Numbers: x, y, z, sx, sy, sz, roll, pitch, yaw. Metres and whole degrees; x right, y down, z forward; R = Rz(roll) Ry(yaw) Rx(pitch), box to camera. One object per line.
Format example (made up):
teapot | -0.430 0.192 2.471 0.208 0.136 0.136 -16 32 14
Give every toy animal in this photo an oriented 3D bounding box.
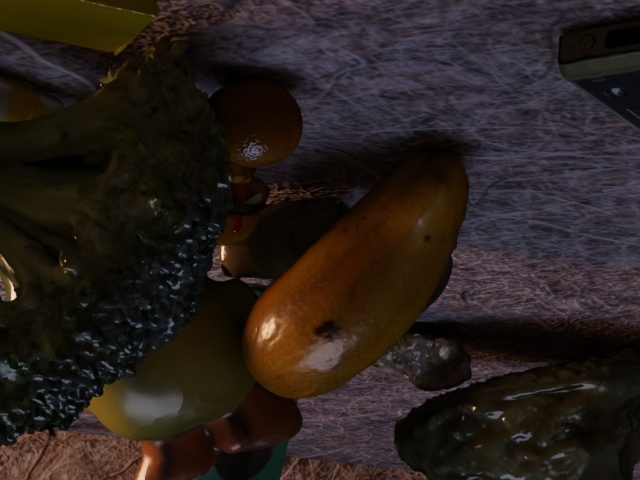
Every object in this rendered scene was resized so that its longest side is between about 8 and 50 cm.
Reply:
toy animal | -0.168 0.087 1.714 0.216 0.338 0.191 -26 -165 1

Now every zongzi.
zongzi | 0.000 0.000 1.815 0.160 0.078 0.176 -8 171 39

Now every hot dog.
hot dog | -0.138 -0.045 1.569 0.250 0.104 0.076 1 169 -40

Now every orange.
orange | -0.056 -0.098 1.447 0.085 0.085 0.085 4 165 1

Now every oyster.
oyster | 0.129 0.159 2.369 0.163 0.081 0.191 11 161 -6

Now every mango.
mango | 0.044 0.036 1.635 0.295 0.120 0.177 -43 -176 20

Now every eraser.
eraser | -0.186 -0.175 1.245 0.122 0.045 0.097 11 163 -25

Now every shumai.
shumai | 0.313 0.326 2.348 0.397 0.323 0.324 -16 171 18

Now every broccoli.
broccoli | -0.238 -0.068 1.340 0.275 0.397 0.353 -42 167 26

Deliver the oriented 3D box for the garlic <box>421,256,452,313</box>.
garlic | 0.084 0.045 1.868 0.266 0.128 0.148 -26 -173 -40

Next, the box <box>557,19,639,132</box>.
box | 0.337 -0.123 1.289 0.270 0.045 0.211 -6 161 34

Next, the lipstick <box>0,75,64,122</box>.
lipstick | -0.332 -0.130 1.437 0.264 0.059 0.059 18 161 -42

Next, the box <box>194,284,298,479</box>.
box | -0.121 0.225 2.231 0.118 0.311 0.205 21 161 -21
